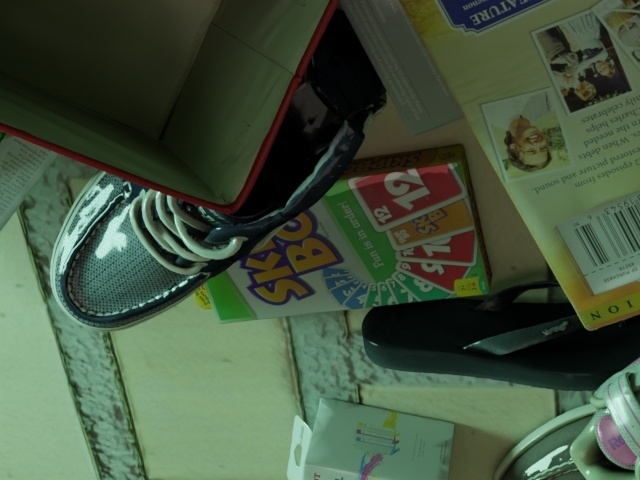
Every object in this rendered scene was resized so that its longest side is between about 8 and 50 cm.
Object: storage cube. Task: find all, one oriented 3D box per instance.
[{"bbox_3d":[-0.121,-0.152,0.736,0.215,0.193,0.183,20,100,-30],"label":"storage cube"}]

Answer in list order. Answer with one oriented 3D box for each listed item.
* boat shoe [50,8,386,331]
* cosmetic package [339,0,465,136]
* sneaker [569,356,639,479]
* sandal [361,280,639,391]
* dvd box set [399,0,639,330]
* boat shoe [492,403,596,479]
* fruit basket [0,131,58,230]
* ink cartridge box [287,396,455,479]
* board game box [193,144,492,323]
[{"bbox_3d":[-0.095,-0.029,0.895,0.127,0.158,0.340,44,111,-9],"label":"boat shoe"},{"bbox_3d":[0.143,-0.177,0.819,0.238,0.107,0.127,-19,118,19],"label":"cosmetic package"},{"bbox_3d":[0.256,0.121,0.863,0.111,0.103,0.252,-17,149,-23],"label":"sneaker"},{"bbox_3d":[0.156,0.069,0.976,0.254,0.097,0.054,-1,122,13],"label":"sandal"},{"bbox_3d":[0.211,-0.160,0.719,0.307,0.062,0.420,-23,118,22],"label":"dvd box set"},{"bbox_3d":[0.289,0.194,1.029,0.324,0.097,0.116,-22,116,23],"label":"boat shoe"},{"bbox_3d":[-0.365,-0.116,0.931,0.327,0.165,0.353,33,129,-17],"label":"fruit basket"},{"bbox_3d":[0.039,0.210,1.095,0.143,0.090,0.092,10,124,5],"label":"ink cartridge box"},{"bbox_3d":[0.000,0.000,1.003,0.259,0.039,0.124,-6,120,18],"label":"board game box"}]
